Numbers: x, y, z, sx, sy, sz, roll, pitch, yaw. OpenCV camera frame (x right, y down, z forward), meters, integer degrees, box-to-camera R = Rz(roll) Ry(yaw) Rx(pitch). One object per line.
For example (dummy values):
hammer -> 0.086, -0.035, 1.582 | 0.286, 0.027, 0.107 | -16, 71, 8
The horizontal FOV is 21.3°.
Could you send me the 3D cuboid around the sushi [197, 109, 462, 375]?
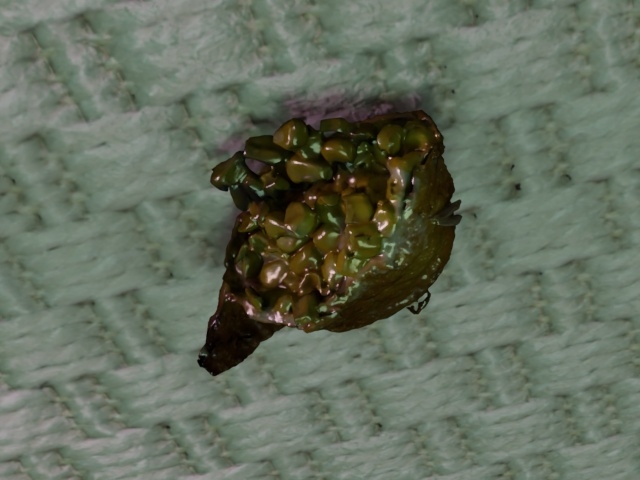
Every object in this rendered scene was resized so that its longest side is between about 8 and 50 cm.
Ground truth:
sushi -> 0.002, -0.003, 1.539 | 0.296, 0.167, 0.179 | -28, 159, 36
